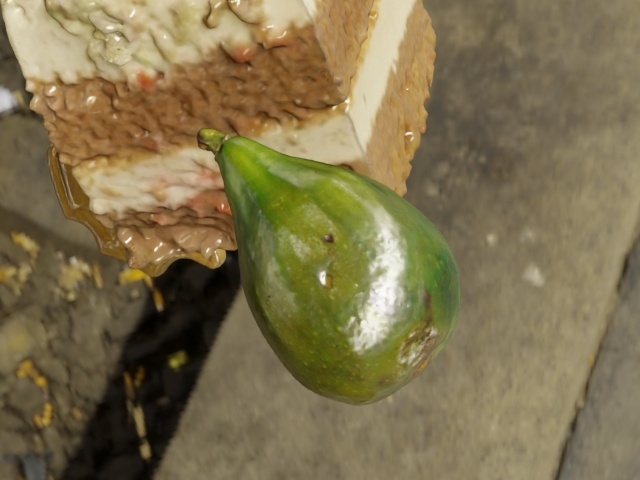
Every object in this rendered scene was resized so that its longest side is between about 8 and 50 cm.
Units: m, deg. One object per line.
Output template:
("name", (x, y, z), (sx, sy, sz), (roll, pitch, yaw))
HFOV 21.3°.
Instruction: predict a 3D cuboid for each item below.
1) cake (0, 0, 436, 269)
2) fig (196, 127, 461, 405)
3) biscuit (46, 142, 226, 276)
("cake", (-0.071, -0.163, 1.290), (0.256, 0.290, 0.282), (-11, 40, 24))
("fig", (0.000, 0.000, 0.902), (0.117, 0.117, 0.177), (-32, 83, -13))
("biscuit", (-0.171, -0.056, 1.734), (0.182, 0.034, 0.215), (-43, 81, 11))
